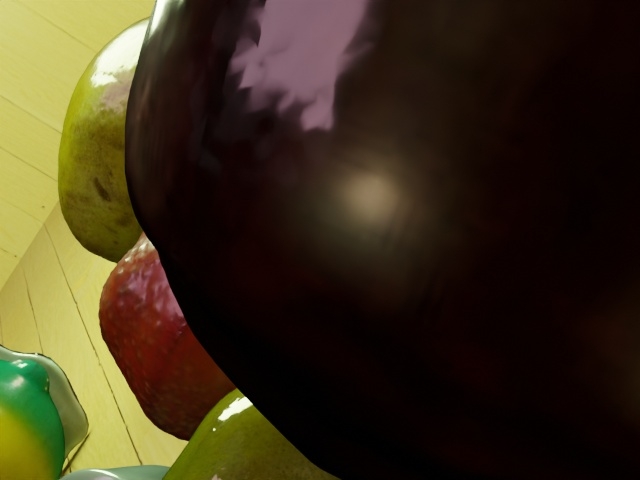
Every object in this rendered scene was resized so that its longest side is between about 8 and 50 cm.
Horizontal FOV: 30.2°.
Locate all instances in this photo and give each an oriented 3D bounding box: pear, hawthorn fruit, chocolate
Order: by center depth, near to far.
[{"bbox_3d":[0.104,-0.050,0.506,0.383,0.383,0.331,-158,83,-71],"label":"chocolate"},{"bbox_3d":[-0.012,0.167,0.680,0.216,0.166,0.180,77,-150,-80],"label":"pear"},{"bbox_3d":[-0.034,0.032,0.862,0.253,0.205,0.205,-43,23,23],"label":"hawthorn fruit"},{"bbox_3d":[-0.151,-0.116,1.299,0.321,0.269,0.269,-43,20,3],"label":"pear"}]

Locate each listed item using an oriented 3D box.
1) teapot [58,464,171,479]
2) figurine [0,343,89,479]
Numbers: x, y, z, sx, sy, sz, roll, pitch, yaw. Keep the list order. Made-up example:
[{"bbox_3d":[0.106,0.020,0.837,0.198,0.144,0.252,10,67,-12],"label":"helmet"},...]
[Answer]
[{"bbox_3d":[-0.120,0.236,0.867,0.232,0.159,0.159,-52,19,28],"label":"teapot"},{"bbox_3d":[-0.389,0.236,1.286,0.231,0.323,0.340,-49,6,9],"label":"figurine"}]
